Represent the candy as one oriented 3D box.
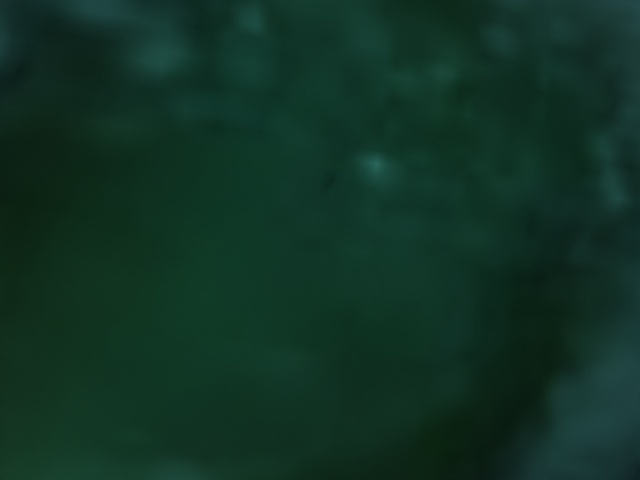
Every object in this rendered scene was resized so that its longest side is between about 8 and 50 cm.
[{"bbox_3d":[0.000,0.000,0.405,0.427,0.386,0.186,-1,5,-9],"label":"candy"}]
